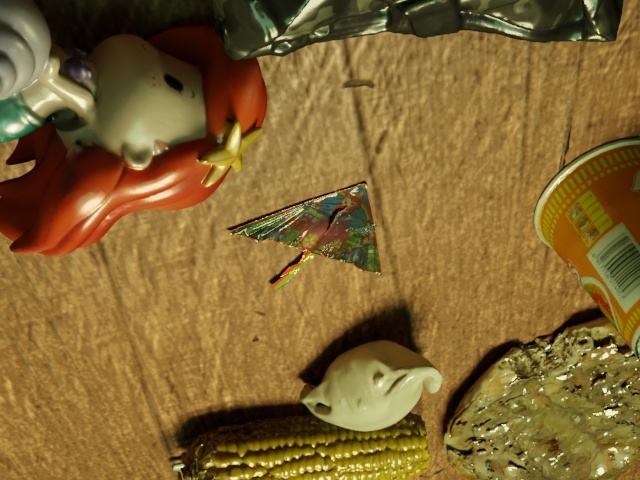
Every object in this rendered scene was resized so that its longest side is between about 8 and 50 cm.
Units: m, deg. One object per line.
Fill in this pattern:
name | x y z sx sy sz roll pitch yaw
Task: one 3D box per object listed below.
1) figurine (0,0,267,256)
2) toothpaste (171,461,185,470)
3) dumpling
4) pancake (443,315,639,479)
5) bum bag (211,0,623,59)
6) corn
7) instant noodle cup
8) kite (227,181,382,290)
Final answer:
figurine | -0.181 -0.091 0.627 0.257 0.181 0.208 25 83 -40
toothpaste | -0.118 0.275 1.140 0.140 0.021 0.037 -6 138 -17
dumpling | 0.075 0.167 1.037 0.134 0.100 0.169 10 135 -47
pancake | 0.344 0.228 1.213 0.382 0.071 0.382 -8 135 -8
bum bag | 0.081 -0.207 0.639 0.340 0.095 0.144 -6 111 -16
corn | -0.018 0.264 1.100 0.318 0.115 0.115 -4 136 -19
instant noodle cup | 0.325 0.018 0.895 0.168 0.185 0.168 -10 138 -9
kite | 0.000 0.000 0.894 0.190 0.010 0.159 16 129 -31
